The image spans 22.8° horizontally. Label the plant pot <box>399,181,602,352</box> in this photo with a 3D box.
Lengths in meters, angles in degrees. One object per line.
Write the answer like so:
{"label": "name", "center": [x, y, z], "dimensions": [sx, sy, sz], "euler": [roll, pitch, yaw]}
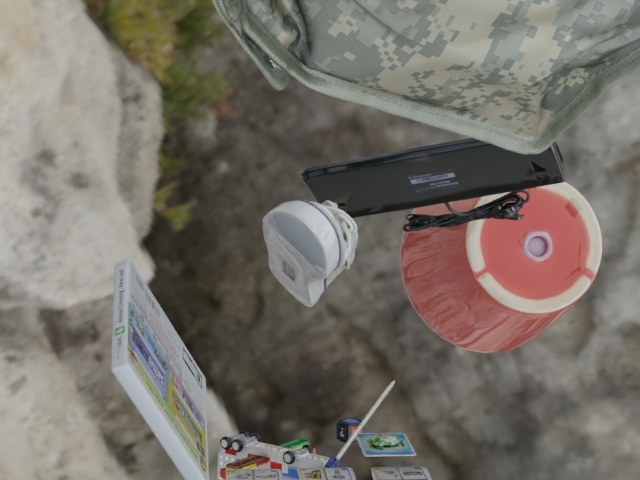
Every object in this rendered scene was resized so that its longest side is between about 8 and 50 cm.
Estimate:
{"label": "plant pot", "center": [0.269, 0.017, 2.249], "dimensions": [0.275, 0.243, 0.275], "euler": [1, 83, -11]}

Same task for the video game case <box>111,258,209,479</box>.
{"label": "video game case", "center": [-0.184, 0.155, 1.831], "dimensions": [0.193, 0.023, 0.212], "euler": [-98, 164, -53]}

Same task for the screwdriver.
{"label": "screwdriver", "center": [0.021, 0.188, 1.448], "dimensions": [0.170, 0.024, 0.025], "euler": [-55, 132, -24]}

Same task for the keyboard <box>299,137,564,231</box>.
{"label": "keyboard", "center": [0.151, -0.069, 2.004], "dimensions": [0.201, 0.317, 0.033], "euler": [58, 28, -55]}

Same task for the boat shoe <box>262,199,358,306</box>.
{"label": "boat shoe", "center": [0.000, 0.000, 1.759], "dimensions": [0.096, 0.267, 0.088], "euler": [42, 76, 13]}

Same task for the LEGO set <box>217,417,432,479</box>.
{"label": "LEGO set", "center": [-0.001, 0.215, 1.459], "dimensions": [0.182, 0.244, 0.060], "euler": [0, 99, -6]}

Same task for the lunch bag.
{"label": "lunch bag", "center": [0.035, -0.200, 0.853], "dimensions": [0.287, 0.169, 0.235], "euler": [13, 54, -34]}
